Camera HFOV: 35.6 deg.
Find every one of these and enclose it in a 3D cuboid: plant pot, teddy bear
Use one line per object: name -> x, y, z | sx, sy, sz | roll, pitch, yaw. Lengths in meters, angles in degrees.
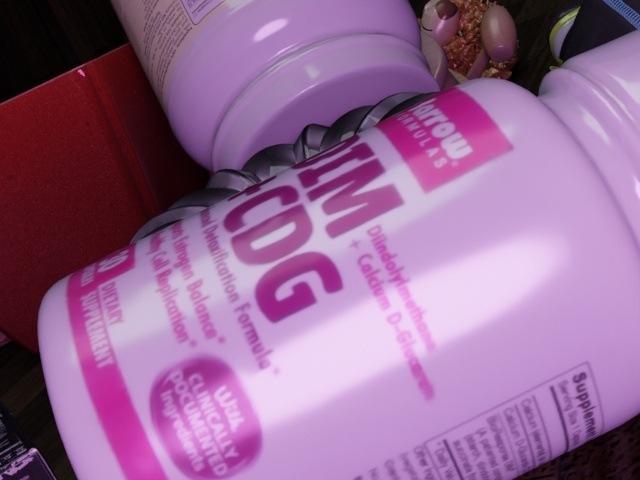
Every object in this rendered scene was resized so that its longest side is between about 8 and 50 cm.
plant pot -> -0.251, -0.044, 1.024 | 0.267, 0.235, 0.267 | -23, 14, 14
teddy bear -> 0.071, -0.218, 1.246 | 0.338, 0.113, 0.245 | -5, 30, 43

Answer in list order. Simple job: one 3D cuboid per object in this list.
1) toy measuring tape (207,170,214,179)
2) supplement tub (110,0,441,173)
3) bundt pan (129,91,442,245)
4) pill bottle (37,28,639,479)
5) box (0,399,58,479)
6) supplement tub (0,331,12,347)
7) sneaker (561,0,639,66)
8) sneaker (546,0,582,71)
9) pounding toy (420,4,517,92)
toy measuring tape -> -0.136, -0.088, 1.219 | 0.121, 0.121, 0.330 | -36, 18, -33
supplement tub -> -0.054, -0.202, 0.904 | 0.236, 0.324, 0.235 | -22, -27, -12
bundt pan -> 0.000, 0.000, 0.678 | 0.331, 0.124, 0.331 | -25, 16, 7
pill bottle -> 0.042, 0.029, 0.428 | 0.283, 0.160, 0.160 | -26, 15, -1
box -> -0.227, 0.176, 0.541 | 0.180, 0.077, 0.147 | -32, 16, -22
supplement tub -> -0.396, 0.022, 1.113 | 0.106, 0.197, 0.106 | -25, 14, 7
sneaker -> 0.321, -0.146, 0.718 | 0.341, 0.125, 0.139 | 4, 60, 57
sneaker -> 0.337, -0.215, 0.978 | 0.235, 0.084, 0.097 | -25, 36, 15
pounding toy -> 0.097, -0.124, 1.043 | 0.270, 0.155, 0.154 | -30, 41, 23
